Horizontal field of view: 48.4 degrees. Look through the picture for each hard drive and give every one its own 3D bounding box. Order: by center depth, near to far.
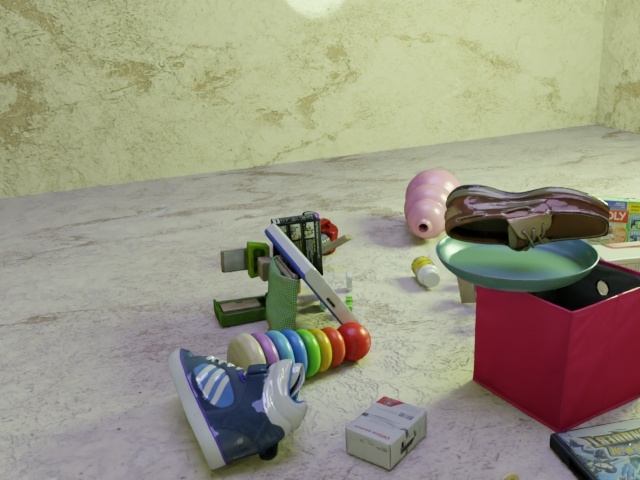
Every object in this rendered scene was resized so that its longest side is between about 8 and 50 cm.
[{"bbox_3d":[-0.026,0.089,1.771,0.040,0.210,0.319,-40,28,-3],"label":"hard drive"}]

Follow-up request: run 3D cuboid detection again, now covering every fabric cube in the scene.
[{"bbox_3d":[0.490,0.188,1.452,0.259,0.258,0.254,-14,21,-29],"label":"fabric cube"}]

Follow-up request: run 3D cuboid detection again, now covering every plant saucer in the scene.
[{"bbox_3d":[0.394,0.037,1.442,0.318,0.043,0.317,-2,20,1],"label":"plant saucer"}]

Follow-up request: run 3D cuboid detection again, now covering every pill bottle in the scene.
[{"bbox_3d":[0.305,0.092,2.043,0.065,0.065,0.116,-5,20,-7],"label":"pill bottle"}]

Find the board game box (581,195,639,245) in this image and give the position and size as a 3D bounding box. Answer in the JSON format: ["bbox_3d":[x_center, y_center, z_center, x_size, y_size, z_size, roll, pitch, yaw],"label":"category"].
[{"bbox_3d":[0.811,-0.024,2.092,0.317,0.213,0.046,5,21,22],"label":"board game box"}]

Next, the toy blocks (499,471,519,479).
[{"bbox_3d":[0.314,0.428,1.089,0.123,0.054,0.148,-13,22,-31],"label":"toy blocks"}]

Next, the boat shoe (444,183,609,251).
[{"bbox_3d":[0.405,-0.030,1.429,0.324,0.122,0.120,4,50,24],"label":"boat shoe"}]

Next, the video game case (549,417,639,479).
[{"bbox_3d":[0.577,0.386,1.207,0.275,0.035,0.248,-6,20,-11],"label":"video game case"}]

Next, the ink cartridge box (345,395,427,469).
[{"bbox_3d":[0.123,0.354,1.319,0.099,0.056,0.135,12,23,36],"label":"ink cartridge box"}]

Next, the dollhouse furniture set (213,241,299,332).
[{"bbox_3d":[-0.166,0.138,1.762,0.151,0.197,0.301,-6,19,-18],"label":"dollhouse furniture set"}]

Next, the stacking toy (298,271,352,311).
[{"bbox_3d":[0.005,0.149,1.945,0.167,0.052,0.221,-3,21,3],"label":"stacking toy"}]

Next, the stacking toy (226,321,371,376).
[{"bbox_3d":[-0.033,0.244,1.568,0.330,0.141,0.141,-9,19,-33],"label":"stacking toy"}]

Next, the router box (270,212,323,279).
[{"bbox_3d":[-0.064,0.021,1.967,0.133,0.178,0.046,-7,25,-10],"label":"router box"}]

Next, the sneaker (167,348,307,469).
[{"bbox_3d":[-0.150,0.284,1.382,0.236,0.130,0.323,-24,33,-13],"label":"sneaker"}]

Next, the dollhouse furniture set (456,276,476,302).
[{"bbox_3d":[0.524,0.100,1.958,0.259,0.135,0.262,-5,16,29],"label":"dollhouse furniture set"}]

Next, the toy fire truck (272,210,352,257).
[{"bbox_3d":[0.000,0.000,2.250,0.246,0.158,0.217,23,29,29],"label":"toy fire truck"}]

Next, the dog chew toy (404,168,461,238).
[{"bbox_3d":[0.381,-0.114,2.448,0.207,0.206,0.332,3,28,16],"label":"dog chew toy"}]

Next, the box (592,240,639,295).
[{"bbox_3d":[0.813,0.091,1.858,0.232,0.148,0.127,-4,19,-7],"label":"box"}]
